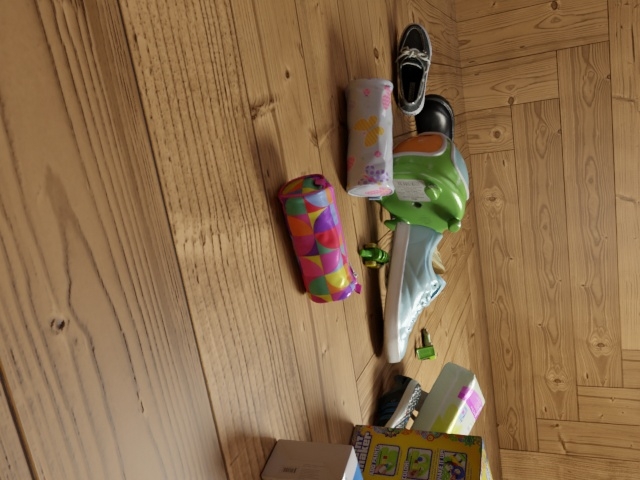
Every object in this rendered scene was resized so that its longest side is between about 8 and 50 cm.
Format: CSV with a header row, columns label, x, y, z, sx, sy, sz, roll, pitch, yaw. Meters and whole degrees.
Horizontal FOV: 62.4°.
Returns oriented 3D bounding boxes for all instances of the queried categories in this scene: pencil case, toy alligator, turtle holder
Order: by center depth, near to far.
label,x,y,z,sx,sy,sz,roll,pitch,yaw
pencil case,0.000,0.000,0.950,0.104,0.105,0.236,-59,138,-52
pencil case,0.113,-0.235,1.223,0.124,0.114,0.273,63,26,-80
toy alligator,0.152,0.044,1.340,0.190,0.051,0.056,26,64,-63
turtle holder,0.302,-0.142,1.418,0.320,0.243,0.227,35,61,-23

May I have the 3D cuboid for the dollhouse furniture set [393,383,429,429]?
label,x,y,z,sx,sy,sz,roll,pitch,yaw
dollhouse furniture set,0.253,0.499,1.499,0.160,0.101,0.182,-60,148,-11

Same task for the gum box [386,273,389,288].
label,x,y,z,sx,sy,sz,roll,pitch,yaw
gum box,0.244,0.108,1.552,0.157,0.041,0.184,61,35,-44

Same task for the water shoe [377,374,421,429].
label,x,y,z,sx,sy,sz,roll,pitch,yaw
water shoe,0.176,0.433,1.324,0.203,0.080,0.073,-52,135,-21

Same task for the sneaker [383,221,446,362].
label,x,y,z,sx,sy,sz,roll,pitch,yaw
sneaker,0.243,0.138,1.350,0.135,0.150,0.365,6,91,-82

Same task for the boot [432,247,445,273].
label,x,y,z,sx,sy,sz,roll,pitch,yaw
boot,0.350,-0.002,1.751,0.262,0.095,0.203,34,55,-56

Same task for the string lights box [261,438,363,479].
label,x,y,z,sx,sy,sz,roll,pitch,yaw
string lights box,0.011,0.449,0.862,0.076,0.133,0.259,-57,138,-54

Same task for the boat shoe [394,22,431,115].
label,x,y,z,sx,sy,sz,roll,pitch,yaw
boat shoe,0.287,-0.554,1.661,0.105,0.113,0.306,45,54,-76

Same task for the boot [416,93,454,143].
label,x,y,z,sx,sy,sz,roll,pitch,yaw
boot,0.412,-0.314,1.882,0.260,0.131,0.348,-71,148,-41

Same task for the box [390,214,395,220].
label,x,y,z,sx,sy,sz,roll,pitch,yaw
box,0.223,-0.149,1.558,0.116,0.029,0.162,-48,130,-58

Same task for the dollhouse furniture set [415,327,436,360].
label,x,y,z,sx,sy,sz,roll,pitch,yaw
dollhouse furniture set,0.344,0.355,1.766,0.151,0.059,0.076,-63,139,-81

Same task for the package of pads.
label,x,y,z,sx,sy,sz,roll,pitch,yaw
package of pads,0.328,0.501,1.419,0.296,0.101,0.229,-56,145,-17

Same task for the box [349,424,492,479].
label,x,y,z,sx,sy,sz,roll,pitch,yaw
box,0.221,0.564,1.141,0.177,0.279,0.289,-67,145,-45
